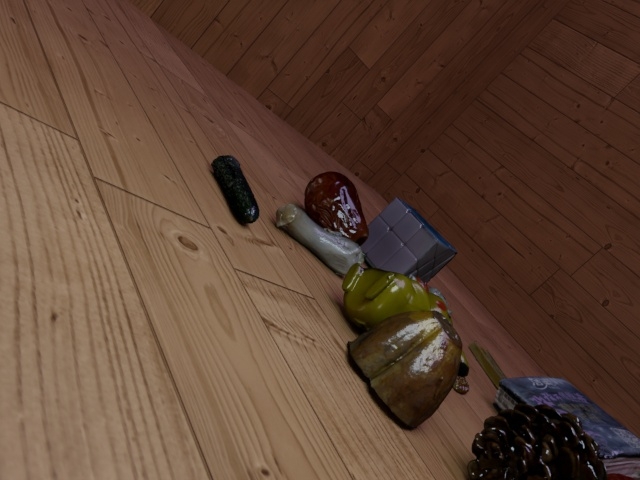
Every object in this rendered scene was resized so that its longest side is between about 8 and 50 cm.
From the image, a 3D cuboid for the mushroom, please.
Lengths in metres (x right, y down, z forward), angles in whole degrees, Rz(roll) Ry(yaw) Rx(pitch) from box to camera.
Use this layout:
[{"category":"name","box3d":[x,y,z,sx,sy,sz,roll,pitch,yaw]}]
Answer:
[{"category":"mushroom","box3d":[0.000,0.000,1.376,0.278,0.099,0.096,35,1,-18]}]

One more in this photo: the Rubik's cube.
[{"category":"Rubik's cube","box3d":[0.284,0.023,1.807,0.224,0.221,0.231,51,15,29]}]

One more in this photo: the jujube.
[{"category":"jujube","box3d":[0.054,-0.089,1.644,0.255,0.190,0.190,57,17,23]}]

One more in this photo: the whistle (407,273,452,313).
[{"category":"whistle","box3d":[0.289,0.164,1.633,0.253,0.105,0.101,26,-26,-1]}]

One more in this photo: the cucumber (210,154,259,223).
[{"category":"cucumber","box3d":[-0.185,-0.108,1.213,0.067,0.067,0.245,31,20,-44]}]

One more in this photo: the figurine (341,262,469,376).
[{"category":"figurine","box3d":[0.196,0.180,1.200,0.327,0.169,0.218,29,-5,-30]}]

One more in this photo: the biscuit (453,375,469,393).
[{"category":"biscuit","box3d":[0.356,0.347,1.483,0.126,0.025,0.206,34,16,-37]}]

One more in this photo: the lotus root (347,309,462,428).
[{"category":"lotus root","box3d":[0.175,0.220,1.003,0.188,0.180,0.199,47,12,-4]}]

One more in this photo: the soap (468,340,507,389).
[{"category":"soap","box3d":[0.609,0.458,1.886,0.092,0.037,0.252,37,15,-24]}]

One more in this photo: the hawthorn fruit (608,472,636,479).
[{"category":"hawthorn fruit","box3d":[0.667,0.594,1.153,0.207,0.243,0.207,43,10,-10]}]

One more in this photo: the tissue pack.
[{"category":"tissue pack","box3d":[0.678,0.503,1.446,0.259,0.122,0.361,7,15,-22]}]

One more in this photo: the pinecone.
[{"category":"pinecone","box3d":[0.394,0.410,0.975,0.272,0.224,0.224,30,18,-33]}]
